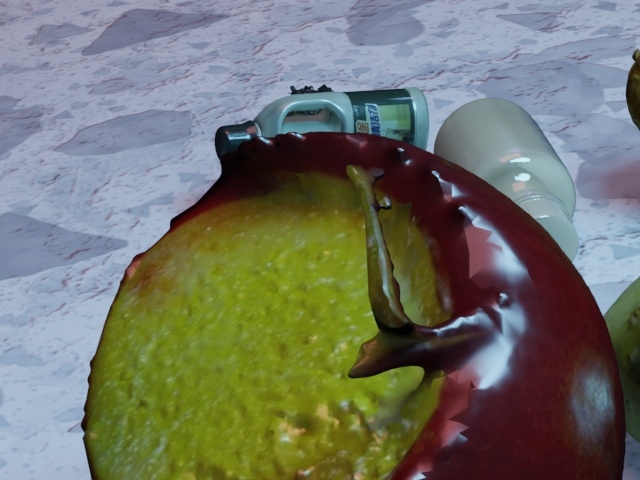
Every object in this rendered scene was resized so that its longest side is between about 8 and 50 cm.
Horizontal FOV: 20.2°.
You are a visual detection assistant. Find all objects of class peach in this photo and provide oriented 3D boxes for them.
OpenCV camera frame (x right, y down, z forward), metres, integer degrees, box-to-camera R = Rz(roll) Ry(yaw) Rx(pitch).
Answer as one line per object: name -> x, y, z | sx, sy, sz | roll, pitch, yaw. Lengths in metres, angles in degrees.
peach -> 0.036, 0.121, 1.176 | 0.335, 0.310, 0.406 | -44, 33, 10

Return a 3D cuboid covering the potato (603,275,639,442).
potato -> 0.355, 0.071, 1.340 | 0.307, 0.210, 0.173 | -13, -2, 7

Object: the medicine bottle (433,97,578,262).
medicine bottle -> 0.184, -0.045, 1.722 | 0.114, 0.114, 0.252 | -10, 25, -4

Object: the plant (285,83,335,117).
plant -> -0.021, -0.119, 1.989 | 0.085, 0.087, 0.174 | -32, 12, 21

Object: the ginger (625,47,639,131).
ginger -> 0.451, -0.118, 1.622 | 0.152, 0.274, 0.357 | -14, 57, -47

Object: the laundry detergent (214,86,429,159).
laundry detergent -> -0.001, -0.108, 1.879 | 0.225, 0.099, 0.070 | -4, 39, -21
